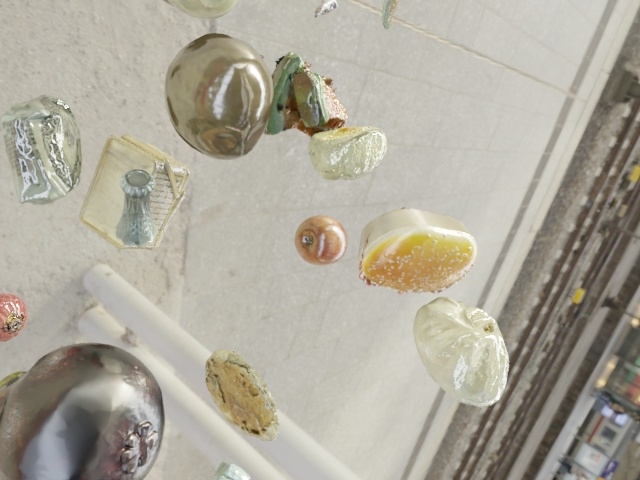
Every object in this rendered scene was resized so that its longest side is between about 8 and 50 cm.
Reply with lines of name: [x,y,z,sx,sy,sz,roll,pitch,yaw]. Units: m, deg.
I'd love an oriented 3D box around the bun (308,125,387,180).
bun: [0.079,-0.256,1.670,0.243,0.243,0.153,-27,112,-42]

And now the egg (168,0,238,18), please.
egg: [-0.299,-0.667,1.368,0.219,0.219,0.269,-60,163,0]

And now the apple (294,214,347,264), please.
apple: [0.000,0.000,2.017,0.173,0.188,0.188,-2,117,-59]

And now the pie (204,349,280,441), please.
pie: [-0.200,0.395,1.414,0.055,0.274,0.274,-31,138,-38]

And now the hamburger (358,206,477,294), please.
hamburger: [0.230,0.034,1.321,0.295,0.152,0.227,11,144,-23]

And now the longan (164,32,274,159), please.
longan: [-0.192,-0.273,1.087,0.214,0.246,0.246,-15,141,3]

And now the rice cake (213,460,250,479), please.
rice cake: [-0.104,0.273,0.641,0.029,0.033,0.171,-54,178,-25]

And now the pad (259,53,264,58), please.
pad: [-0.290,-0.586,1.945,0.113,0.006,0.188,18,121,-39]

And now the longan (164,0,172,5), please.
longan: [-0.403,-0.858,1.745,0.350,0.288,0.289,2,114,-48]

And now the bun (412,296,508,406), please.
bun: [0.231,0.162,0.864,0.102,0.183,0.183,-43,157,27]

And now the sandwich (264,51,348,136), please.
sandwich: [-0.027,-0.393,1.691,0.301,0.162,0.251,14,111,-42]

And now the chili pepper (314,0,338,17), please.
chili pepper: [0.016,-0.769,1.844,0.153,0.041,0.050,-44,150,-41]

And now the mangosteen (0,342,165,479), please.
mangosteen: [-0.428,0.330,0.976,0.297,0.313,0.297,31,49,-42]

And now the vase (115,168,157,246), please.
vase: [-0.345,-0.065,1.053,0.081,0.081,0.149,-32,157,-38]

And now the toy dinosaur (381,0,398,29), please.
toy dinosaur: [0.078,-0.234,0.353,0.142,0.057,0.212,-26,169,8]

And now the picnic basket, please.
picnic basket: [-0.572,-0.149,1.751,0.175,0.228,0.313,0,118,-64]

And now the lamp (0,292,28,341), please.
lamp: [-0.686,0.166,1.204,0.107,0.092,0.108,-47,146,-45]

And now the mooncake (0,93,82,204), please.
mooncake: [-0.661,-0.220,1.355,0.136,0.250,0.255,-9,108,-9]
